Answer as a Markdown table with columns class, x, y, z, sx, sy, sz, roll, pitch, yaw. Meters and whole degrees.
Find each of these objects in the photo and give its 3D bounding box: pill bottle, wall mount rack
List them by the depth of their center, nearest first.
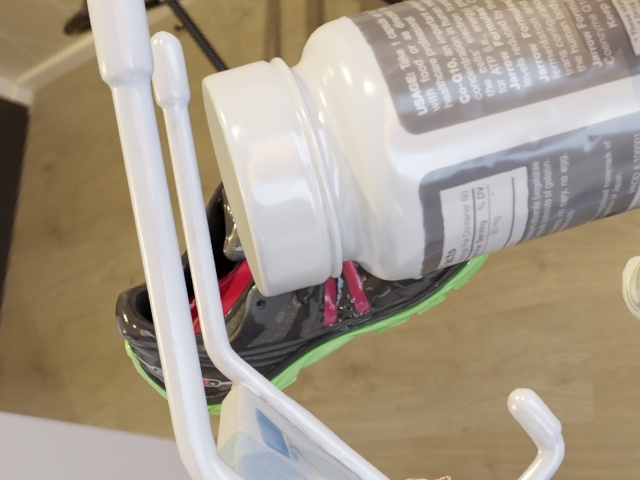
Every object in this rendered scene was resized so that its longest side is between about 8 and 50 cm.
| class | x | y | z | sx | sy | sz | roll | pitch | yaw |
| --- | --- | --- | --- | --- | --- | --- | --- | --- | --- |
| wall mount rack | 0.001 | 0.048 | 0.446 | 0.130 | 0.304 | 0.350 | -49 | 6 | 0 |
| pill bottle | 0.105 | -0.088 | 0.813 | 0.204 | 0.360 | 0.204 | 164 | 90 | -82 |

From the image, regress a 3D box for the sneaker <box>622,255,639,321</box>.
| class | x | y | z | sx | sy | sz | roll | pitch | yaw |
| --- | --- | --- | --- | --- | --- | --- | --- | --- | --- |
| sneaker | 0.415 | -0.006 | 0.969 | 0.292 | 0.118 | 0.110 | -31 | 72 | 11 |

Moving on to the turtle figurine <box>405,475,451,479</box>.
| class | x | y | z | sx | sy | sz | roll | pitch | yaw |
| --- | --- | --- | --- | --- | --- | --- | --- | --- | --- |
| turtle figurine | 0.058 | 0.419 | 1.636 | 0.217 | 0.269 | 0.087 | -26 | 91 | 50 |

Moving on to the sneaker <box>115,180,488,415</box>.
| class | x | y | z | sx | sy | sz | roll | pitch | yaw |
| --- | --- | --- | --- | --- | --- | --- | --- | --- | --- |
| sneaker | 0.000 | 0.000 | 1.077 | 0.482 | 0.202 | 0.185 | -38 | 47 | 5 |
